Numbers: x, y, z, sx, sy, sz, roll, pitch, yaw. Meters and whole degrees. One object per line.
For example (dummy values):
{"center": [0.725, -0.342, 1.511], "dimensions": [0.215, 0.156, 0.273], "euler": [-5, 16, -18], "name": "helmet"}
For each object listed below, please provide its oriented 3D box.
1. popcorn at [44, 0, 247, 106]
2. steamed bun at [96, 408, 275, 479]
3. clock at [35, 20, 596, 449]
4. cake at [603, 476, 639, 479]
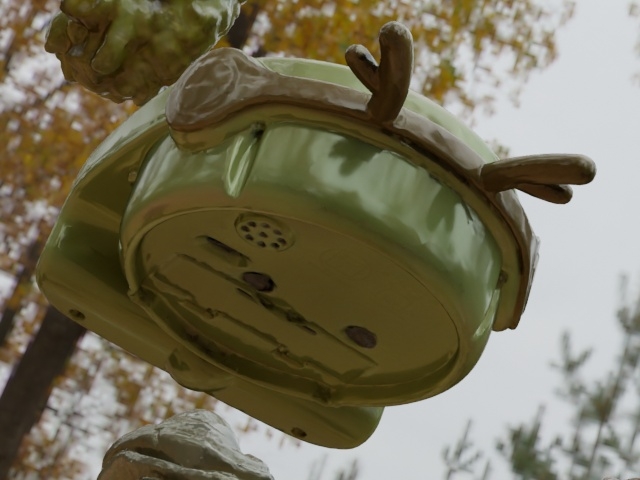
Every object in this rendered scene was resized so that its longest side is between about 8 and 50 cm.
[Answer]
{"center": [-0.171, -0.274, 1.441], "dimensions": [0.173, 0.286, 0.225], "euler": [28, -8, -18], "name": "popcorn"}
{"center": [-0.136, 0.248, 1.129], "dimensions": [0.144, 0.218, 0.211], "euler": [11, 2, -31], "name": "steamed bun"}
{"center": [0.000, 0.000, 0.739], "dimensions": [0.235, 0.096, 0.308], "euler": [31, -35, -16], "name": "clock"}
{"center": [0.312, 0.336, 1.222], "dimensions": [0.196, 0.293, 0.199], "euler": [23, -24, 34], "name": "cake"}
